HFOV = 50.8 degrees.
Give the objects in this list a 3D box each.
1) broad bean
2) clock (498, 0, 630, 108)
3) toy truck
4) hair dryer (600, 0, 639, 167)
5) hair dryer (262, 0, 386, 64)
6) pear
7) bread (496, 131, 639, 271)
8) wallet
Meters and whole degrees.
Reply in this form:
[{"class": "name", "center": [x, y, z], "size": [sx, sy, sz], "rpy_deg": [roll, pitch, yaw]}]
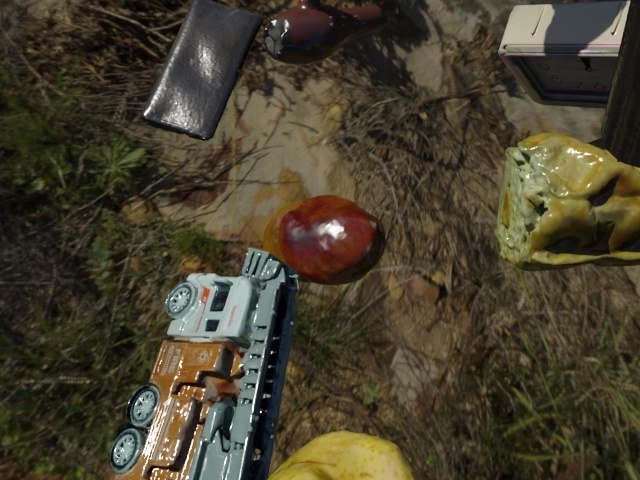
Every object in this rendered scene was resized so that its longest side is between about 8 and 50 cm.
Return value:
[{"class": "broad bean", "center": [-0.001, -0.003, 1.141], "size": [0.228, 0.122, 0.156], "rpy_deg": [11, 88, 30]}, {"class": "clock", "center": [0.340, -0.230, 0.848], "size": [0.192, 0.147, 0.071], "rpy_deg": [15, 81, 41]}, {"class": "toy truck", "center": [-0.119, 0.173, 0.855], "size": [0.184, 0.338, 0.133], "rpy_deg": [-6, 147, 38]}, {"class": "hair dryer", "center": [0.378, -0.147, 0.560], "size": [0.251, 0.089, 0.197], "rpy_deg": [3, 145, 12]}, {"class": "hair dryer", "center": [0.013, -0.552, 1.410], "size": [0.123, 0.312, 0.340], "rpy_deg": [35, 141, 37]}, {"class": "pear", "center": [0.014, 0.218, 0.463], "size": [0.178, 0.178, 0.178], "rpy_deg": [2, 102, 8]}, {"class": "bread", "center": [0.391, -0.050, 0.959], "size": [0.252, 0.196, 0.238], "rpy_deg": [-7, 123, 3]}, {"class": "wallet", "center": [-0.258, -0.376, 1.478], "size": [0.170, 0.044, 0.321], "rpy_deg": [19, 77, 6]}]
